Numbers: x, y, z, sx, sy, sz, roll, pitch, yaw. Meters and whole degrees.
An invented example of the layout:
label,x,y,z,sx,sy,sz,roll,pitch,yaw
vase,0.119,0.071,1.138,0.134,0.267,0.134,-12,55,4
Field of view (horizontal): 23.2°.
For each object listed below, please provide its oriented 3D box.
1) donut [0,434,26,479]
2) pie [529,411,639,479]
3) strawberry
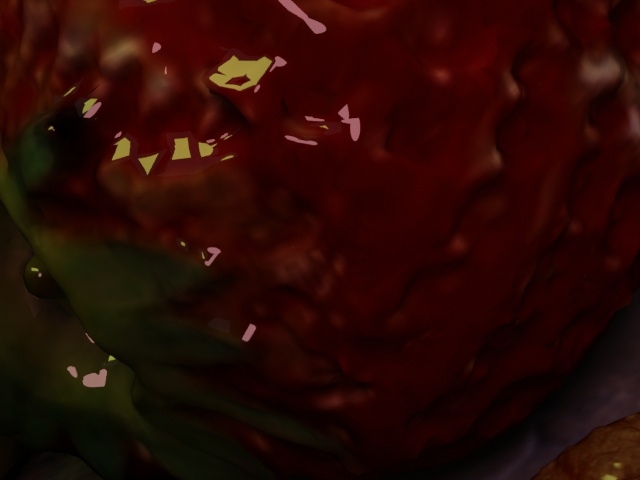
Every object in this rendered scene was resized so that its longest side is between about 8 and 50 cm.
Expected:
label,x,y,z,sx,sy,sz,roll,pitch,yaw
donut,-0.246,0.104,0.727,0.272,0.107,0.272,-22,26,11
pie,0.097,0.094,0.367,0.182,0.049,0.182,-28,22,13
strawberry,-0.007,-0.071,0.554,0.292,0.292,0.310,-6,49,47
